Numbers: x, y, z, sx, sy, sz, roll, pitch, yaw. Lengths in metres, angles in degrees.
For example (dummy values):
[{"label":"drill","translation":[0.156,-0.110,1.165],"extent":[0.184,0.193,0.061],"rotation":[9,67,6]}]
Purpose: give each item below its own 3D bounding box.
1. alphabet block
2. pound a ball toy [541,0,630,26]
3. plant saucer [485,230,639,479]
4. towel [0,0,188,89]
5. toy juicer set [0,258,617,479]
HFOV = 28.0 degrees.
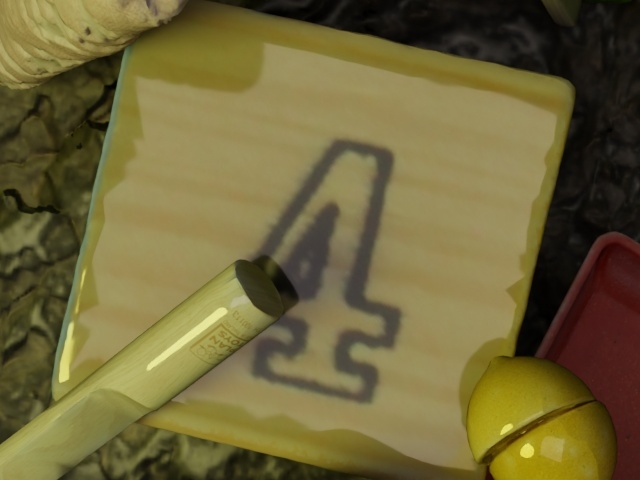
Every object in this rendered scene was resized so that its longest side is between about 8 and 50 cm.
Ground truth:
[{"label":"alphabet block","translation":[0.000,0.000,0.641],"extent":[0.197,0.192,0.193],"rotation":[13,94,2]},{"label":"pound a ball toy","translation":[0.206,-0.169,0.585],"extent":[0.208,0.319,0.136],"rotation":[10,91,18]},{"label":"plant saucer","translation":[0.185,0.168,0.666],"extent":[0.258,0.048,0.259],"rotation":[31,79,-9]},{"label":"towel","translation":[-0.103,-0.233,0.577],"extent":[0.053,0.332,0.317],"rotation":[6,91,-20]},{"label":"toy juicer set","translation":[0.016,0.126,0.514],"extent":[0.329,0.089,0.209],"rotation":[29,114,-4]}]
